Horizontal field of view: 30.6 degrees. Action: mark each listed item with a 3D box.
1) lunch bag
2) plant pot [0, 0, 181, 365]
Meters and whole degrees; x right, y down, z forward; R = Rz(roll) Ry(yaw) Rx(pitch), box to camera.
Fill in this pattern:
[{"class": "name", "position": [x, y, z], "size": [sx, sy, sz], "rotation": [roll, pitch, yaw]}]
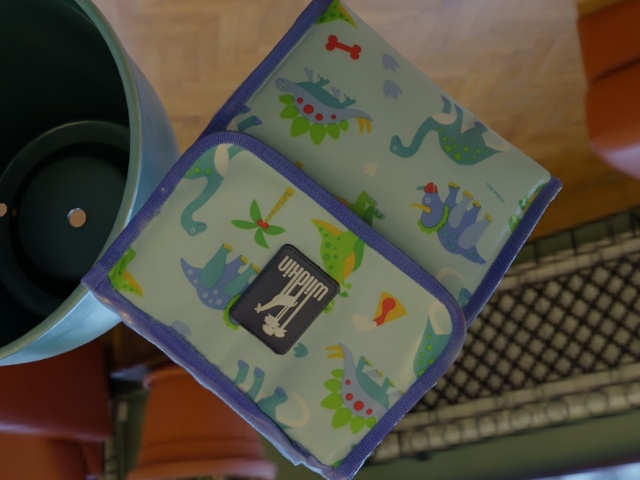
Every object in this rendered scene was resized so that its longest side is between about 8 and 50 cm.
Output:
[{"class": "lunch bag", "position": [0.000, 0.000, 0.464], "size": [0.129, 0.151, 0.096], "rotation": [39, 158, -3]}, {"class": "plant pot", "position": [-0.212, -0.035, 0.831], "size": [0.271, 0.272, 0.255], "rotation": [-9, 170, 10]}]
